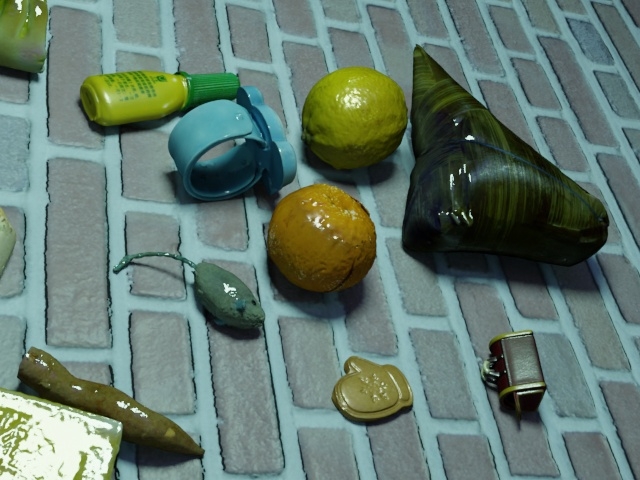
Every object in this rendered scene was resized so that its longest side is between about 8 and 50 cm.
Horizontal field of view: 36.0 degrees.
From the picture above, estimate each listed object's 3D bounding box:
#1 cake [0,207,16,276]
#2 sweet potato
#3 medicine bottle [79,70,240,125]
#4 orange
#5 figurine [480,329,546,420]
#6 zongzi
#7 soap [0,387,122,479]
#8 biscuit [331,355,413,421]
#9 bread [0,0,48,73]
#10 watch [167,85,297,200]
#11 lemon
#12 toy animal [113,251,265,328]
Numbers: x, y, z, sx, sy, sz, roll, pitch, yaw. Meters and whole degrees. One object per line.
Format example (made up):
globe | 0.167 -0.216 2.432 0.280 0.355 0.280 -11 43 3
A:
cake | -0.565 -0.017 1.438 0.225 0.090 0.109 16 63 -9
sweet potato | -0.288 0.238 1.366 0.281 0.067 0.059 28 51 -1
medicine bottle | -0.287 -0.273 1.822 0.308 0.076 0.111 -13 60 -34
orange | 0.000 0.000 1.658 0.193 0.161 0.193 22 33 -15
figurine | 0.323 0.231 1.669 0.098 0.082 0.154 4 49 -5
zongzi | 0.355 -0.167 1.901 0.403 0.208 0.432 9 63 -19
soap | -0.423 0.282 1.247 0.314 0.091 0.199 18 46 -9
biscuit | 0.078 0.234 1.579 0.140 0.023 0.118 -18 61 -36
bread | -0.578 -0.411 1.754 0.260 0.158 0.156 35 48 10
watch | -0.161 -0.151 1.717 0.193 0.211 0.211 -17 58 -19
lemon | 0.063 -0.233 1.876 0.231 0.192 0.192 -18 59 -22
toy animal | -0.198 0.065 1.571 0.252 0.070 0.079 28 28 4
